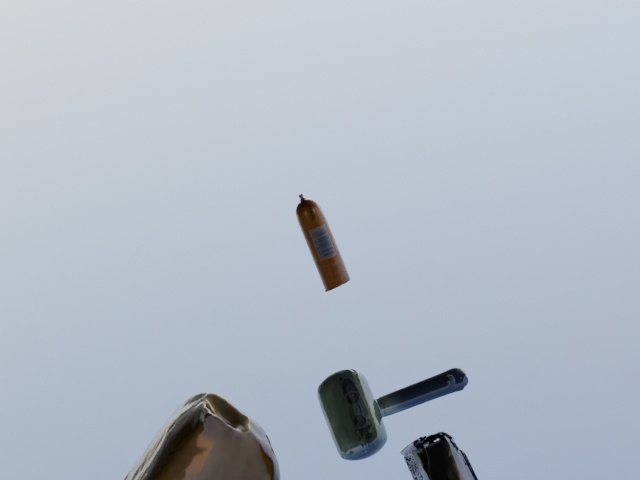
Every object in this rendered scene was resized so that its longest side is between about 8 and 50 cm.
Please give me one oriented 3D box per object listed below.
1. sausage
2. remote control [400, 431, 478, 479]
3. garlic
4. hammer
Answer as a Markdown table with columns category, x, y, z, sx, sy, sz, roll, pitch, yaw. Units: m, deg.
| category | x | y | z | sx | sy | sz | roll | pitch | yaw |
| --- | --- | --- | --- | --- | --- | --- | --- | --- | --- |
| sausage | 0.000 | 0.000 | 1.609 | 0.031 | 0.107 | 0.031 | -20 | -174 | 2 |
| remote control | 0.183 | 0.366 | 1.412 | 0.062 | 0.399 | 0.144 | -24 | 169 | -9 |
| garlic | -0.186 | 0.278 | 1.407 | 0.338 | 0.196 | 0.151 | -40 | -124 | -1 |
| hammer | 0.098 | 0.201 | 1.932 | 0.194 | 0.116 | 0.069 | -19 | 164 | -11 |
